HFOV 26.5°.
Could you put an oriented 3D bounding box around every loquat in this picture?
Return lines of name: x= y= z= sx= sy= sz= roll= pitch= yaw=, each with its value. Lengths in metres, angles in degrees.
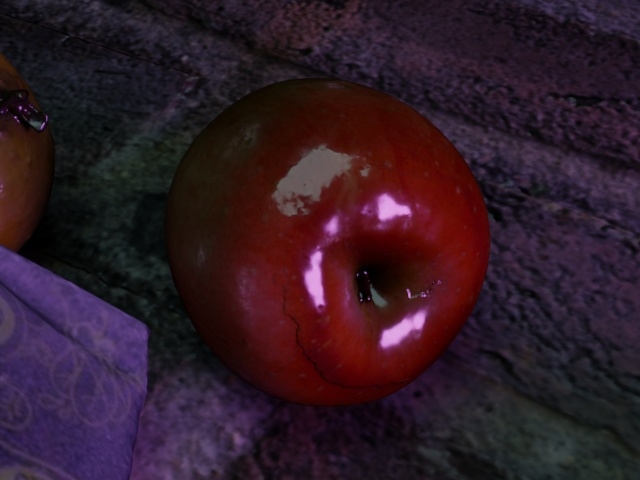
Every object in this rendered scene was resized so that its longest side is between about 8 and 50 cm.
loquat: x=-0.256 y=-0.053 z=0.871 sx=0.149 sy=0.204 sz=0.172 roll=-32 pitch=91 yaw=-39

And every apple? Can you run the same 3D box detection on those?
apple: x=0.000 y=0.000 z=0.769 sx=0.181 sy=0.181 sz=0.168 roll=-29 pitch=25 yaw=-22

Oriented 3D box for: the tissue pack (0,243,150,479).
tissue pack: x=-0.231 y=0.140 z=0.578 sx=0.288 sy=0.124 sz=0.394 roll=31 pitch=36 yaw=-25
